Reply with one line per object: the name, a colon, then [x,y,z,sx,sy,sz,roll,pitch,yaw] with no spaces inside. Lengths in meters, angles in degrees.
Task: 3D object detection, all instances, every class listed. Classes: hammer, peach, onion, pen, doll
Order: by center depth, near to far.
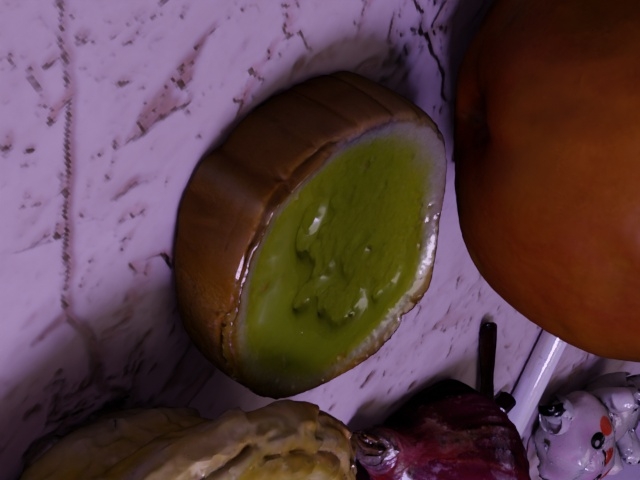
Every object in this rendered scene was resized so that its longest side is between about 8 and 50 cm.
peach: [0.243,-0.083,0.887,0.343,0.301,0.343,-177,-90,-87]
onion: [0.100,0.223,1.159,0.195,0.140,0.218,-45,145,-3]
hammer: [0.169,0.132,1.266,0.065,0.021,0.178,-39,143,-26]
pen: [0.223,0.158,1.348,0.033,0.033,0.269,-7,124,-51]
doll: [0.315,0.217,1.472,0.192,0.095,0.149,-23,131,-39]

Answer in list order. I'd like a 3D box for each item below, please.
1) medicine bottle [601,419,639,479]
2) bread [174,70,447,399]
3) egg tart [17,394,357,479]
medicine bottle: [0.477,0.361,1.686,0.302,0.241,0.241,25,99,-49]
bread: [0.000,0.000,0.857,0.236,0.070,0.236,-34,142,-32]
egg tart: [-0.122,0.227,0.846,0.345,0.132,0.345,-33,143,-30]
